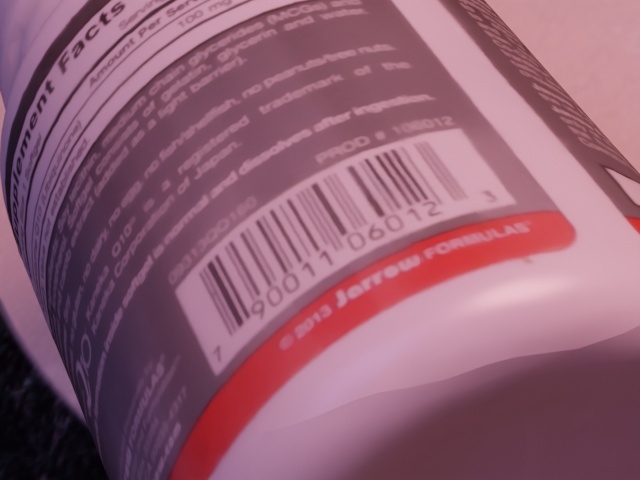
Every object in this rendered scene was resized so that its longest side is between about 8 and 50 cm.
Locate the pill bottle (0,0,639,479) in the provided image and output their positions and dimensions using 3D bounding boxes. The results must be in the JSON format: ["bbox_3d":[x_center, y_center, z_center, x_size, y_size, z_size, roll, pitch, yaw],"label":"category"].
[{"bbox_3d":[0.000,0.000,0.681,0.210,0.210,0.363,-38,40,6],"label":"pill bottle"}]
